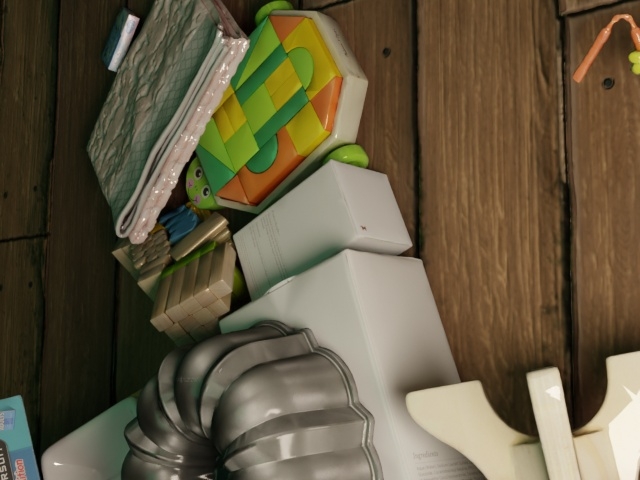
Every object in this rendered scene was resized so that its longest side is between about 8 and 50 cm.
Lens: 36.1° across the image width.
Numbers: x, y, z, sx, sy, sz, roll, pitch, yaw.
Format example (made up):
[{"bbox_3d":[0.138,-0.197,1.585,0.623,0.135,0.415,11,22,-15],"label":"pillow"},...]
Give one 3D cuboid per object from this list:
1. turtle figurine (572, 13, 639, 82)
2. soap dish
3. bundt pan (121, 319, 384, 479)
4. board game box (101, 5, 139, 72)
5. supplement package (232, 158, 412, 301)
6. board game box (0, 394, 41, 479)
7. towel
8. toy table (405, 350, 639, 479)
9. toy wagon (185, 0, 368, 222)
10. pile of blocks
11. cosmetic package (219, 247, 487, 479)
[{"bbox_3d":[0.380,-0.183,0.878,0.269,0.087,0.217,-43,65,19],"label":"turtle figurine"},{"bbox_3d":[-0.244,0.368,1.315,0.229,0.118,0.290,-33,62,25],"label":"soap dish"},{"bbox_3d":[-0.095,0.244,1.009,0.331,0.124,0.330,-7,80,46],"label":"bundt pan"},{"bbox_3d":[-0.313,-0.315,1.535,0.090,0.020,0.090,-65,27,12],"label":"board game box"},{"bbox_3d":[0.000,0.000,1.175,0.179,0.105,0.105,-35,60,33],"label":"supplement package"},{"bbox_3d":[-0.424,0.401,1.394,0.336,0.079,0.253,109,144,-59],"label":"board game box"},{"bbox_3d":[-0.232,-0.202,1.391,0.331,0.053,0.317,-59,33,18],"label":"towel"},{"bbox_3d":[0.219,0.192,0.880,0.274,0.252,0.160,-10,81,0],"label":"toy table"},{"bbox_3d":[-0.082,-0.138,1.294,0.344,0.068,0.267,-41,59,30],"label":"toy wagon"},{"bbox_3d":[-0.166,0.043,1.306,0.149,0.112,0.362,-40,28,-6],"label":"pile of blocks"},{"bbox_3d":[0.046,0.225,1.071,0.217,0.156,0.384,-28,65,35],"label":"cosmetic package"}]
